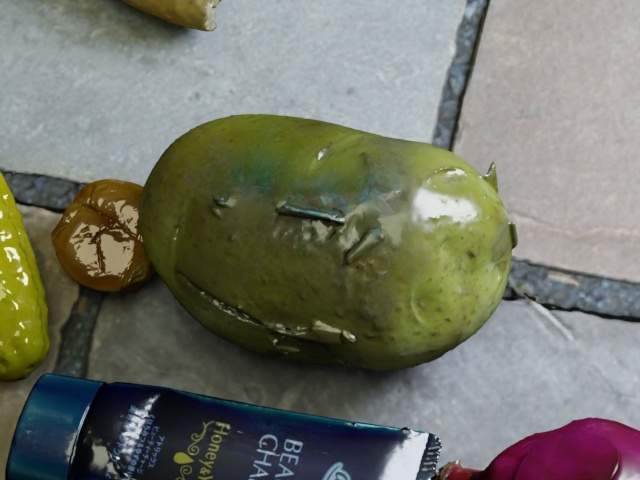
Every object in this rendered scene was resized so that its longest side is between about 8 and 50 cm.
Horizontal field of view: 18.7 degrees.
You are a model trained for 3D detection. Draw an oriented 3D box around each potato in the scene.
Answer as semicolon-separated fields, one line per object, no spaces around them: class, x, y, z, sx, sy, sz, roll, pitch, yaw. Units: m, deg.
potato;0.000;0.000;1.275;0.248;0.143;0.169;16;61;12

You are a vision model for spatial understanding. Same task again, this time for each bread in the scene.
bread;-0.143;-0.003;1.342;0.083;0.046;0.081;-32;70;-11

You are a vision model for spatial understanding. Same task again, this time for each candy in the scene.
candy;-0.246;0.007;1.323;0.106;0.094;0.199;-28;72;-14

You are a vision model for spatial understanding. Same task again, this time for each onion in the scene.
onion;0.138;0.172;1.188;0.198;0.135;0.173;23;52;29

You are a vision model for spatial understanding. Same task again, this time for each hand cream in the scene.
hand cream;-0.065;0.152;1.256;0.271;0.061;0.120;12;59;10

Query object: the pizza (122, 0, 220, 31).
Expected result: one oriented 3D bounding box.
pizza;-0.154;-0.305;1.462;0.182;0.074;0.365;-27;67;2
